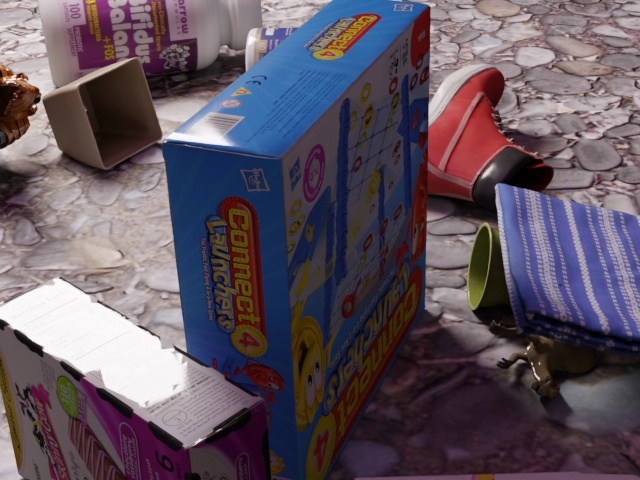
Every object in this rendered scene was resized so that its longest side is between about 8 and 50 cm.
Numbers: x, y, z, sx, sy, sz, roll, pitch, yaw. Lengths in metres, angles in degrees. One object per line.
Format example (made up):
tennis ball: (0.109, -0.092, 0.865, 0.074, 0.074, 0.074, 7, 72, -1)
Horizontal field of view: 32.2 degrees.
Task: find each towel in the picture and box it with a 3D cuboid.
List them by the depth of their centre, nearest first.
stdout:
towel: (0.326, 0.037, 0.972, 0.336, 0.040, 0.243, 12, 30, -3)

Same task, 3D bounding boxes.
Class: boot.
boot: (0.204, -0.117, 1.279, 0.176, 0.088, 0.244, 15, 43, 27)

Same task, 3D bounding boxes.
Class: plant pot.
plant pot: (0.186, 0.029, 1.042, 0.079, 0.083, 0.083, 8, 30, -6)
plant pot: (-0.279, -0.157, 1.373, 0.096, 0.109, 0.109, 3, 28, 37)

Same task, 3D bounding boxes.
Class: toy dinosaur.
toy dinosaur: (0.206, 0.080, 0.987, 0.093, 0.053, 0.183, 28, 47, 18)
toy dinosaur: (-0.415, -0.155, 1.281, 0.218, 0.322, 0.164, -22, 79, -34)

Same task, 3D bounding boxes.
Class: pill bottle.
pill bottle: (-0.011, -0.240, 1.493, 0.169, 0.094, 0.094, 0, 30, 5)
pill bottle: (-0.241, -0.317, 1.572, 0.302, 0.169, 0.169, -10, 31, -11)

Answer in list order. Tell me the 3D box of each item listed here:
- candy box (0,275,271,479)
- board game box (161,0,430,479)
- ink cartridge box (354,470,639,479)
candy box: (-0.137, 0.142, 0.785, 0.071, 0.159, 0.233, -27, 37, -37)
board game box: (0.000, 0.000, 0.876, 0.086, 0.301, 0.308, 10, 33, 20)
ink cartridge box: (0.121, 0.215, 0.730, 0.198, 0.067, 0.115, -2, 31, 4)
